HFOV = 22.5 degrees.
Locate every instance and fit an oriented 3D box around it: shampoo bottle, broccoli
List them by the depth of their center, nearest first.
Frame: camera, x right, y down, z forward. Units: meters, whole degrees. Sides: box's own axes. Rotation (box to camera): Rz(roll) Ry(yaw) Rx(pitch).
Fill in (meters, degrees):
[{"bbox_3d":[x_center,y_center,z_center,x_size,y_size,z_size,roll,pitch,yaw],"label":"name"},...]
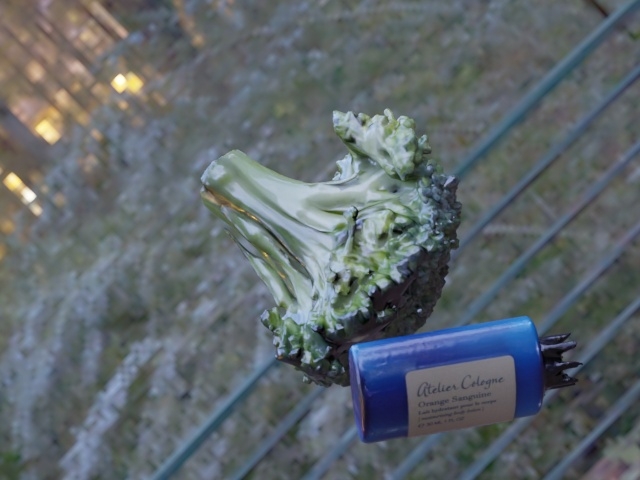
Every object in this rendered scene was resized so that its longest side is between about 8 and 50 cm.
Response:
[{"bbox_3d":[0.116,0.110,1.289,0.183,0.087,0.050,-9,21,-8],"label":"shampoo bottle"},{"bbox_3d":[0.000,0.000,1.477,0.247,0.243,0.263,-52,-10,-43],"label":"broccoli"}]
